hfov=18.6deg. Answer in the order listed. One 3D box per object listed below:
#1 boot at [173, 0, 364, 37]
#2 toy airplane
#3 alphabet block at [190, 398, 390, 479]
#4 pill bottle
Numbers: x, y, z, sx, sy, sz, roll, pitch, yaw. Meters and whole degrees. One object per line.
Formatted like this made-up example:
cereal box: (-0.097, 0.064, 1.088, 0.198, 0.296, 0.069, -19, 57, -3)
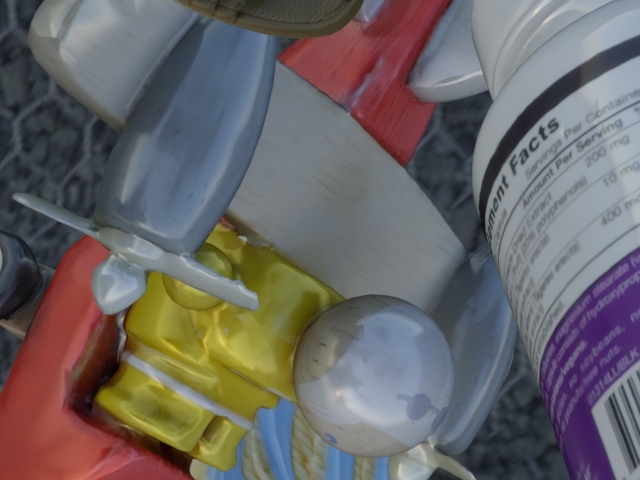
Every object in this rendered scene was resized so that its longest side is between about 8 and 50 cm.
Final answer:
boot: (-0.098, -0.136, 0.745, 0.213, 0.165, 0.077, 19, 87, -27)
toy airplane: (0.000, 0.000, 1.088, 0.386, 0.384, 0.272, -13, 44, -31)
alphabet block: (-0.076, 0.185, 1.412, 0.193, 0.197, 0.192, 42, 35, -31)
pill bottle: (0.099, 0.005, 0.482, 0.108, 0.108, 0.193, 1, 49, -20)
